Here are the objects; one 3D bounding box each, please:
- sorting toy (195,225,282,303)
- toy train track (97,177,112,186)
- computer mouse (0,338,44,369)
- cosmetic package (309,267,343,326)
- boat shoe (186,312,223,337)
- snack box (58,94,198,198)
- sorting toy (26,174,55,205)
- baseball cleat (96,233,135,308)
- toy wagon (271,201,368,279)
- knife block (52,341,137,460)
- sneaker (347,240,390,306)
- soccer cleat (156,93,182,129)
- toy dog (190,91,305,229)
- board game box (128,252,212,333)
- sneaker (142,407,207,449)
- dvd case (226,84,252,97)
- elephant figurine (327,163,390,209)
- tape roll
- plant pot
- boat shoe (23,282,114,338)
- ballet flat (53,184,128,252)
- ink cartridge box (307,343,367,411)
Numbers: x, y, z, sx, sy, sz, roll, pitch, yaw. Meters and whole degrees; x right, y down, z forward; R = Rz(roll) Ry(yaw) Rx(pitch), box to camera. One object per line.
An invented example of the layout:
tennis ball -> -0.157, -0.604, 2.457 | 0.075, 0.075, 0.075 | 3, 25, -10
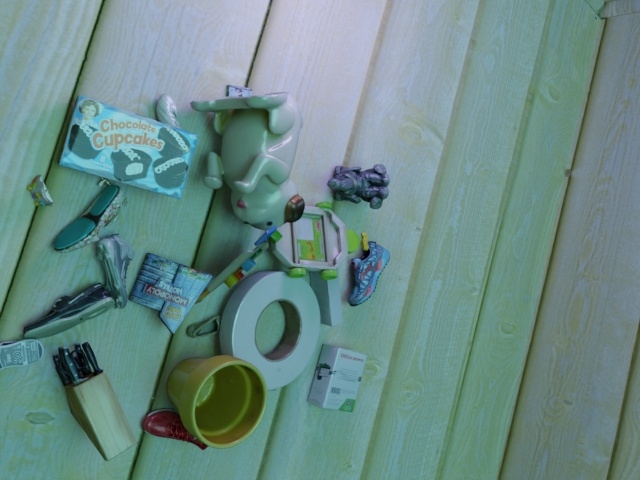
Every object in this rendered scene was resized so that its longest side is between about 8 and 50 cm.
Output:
sorting toy -> -0.238, 0.086, 1.893 | 0.348, 0.196, 0.047 | -42, 87, 14
toy train track -> -0.595, -0.177, 1.697 | 0.048, 0.014, 0.083 | -51, 119, -16
computer mouse -> -0.791, 0.289, 1.565 | 0.193, 0.042, 0.106 | -6, 94, -35
cosmetic package -> 0.019, 0.175, 2.214 | 0.060, 0.099, 0.239 | -16, 105, -41
boat shoe -> -0.336, 0.266, 1.948 | 0.153, 0.048, 0.056 | -12, 103, -39
snack box -> -0.507, -0.243, 1.680 | 0.322, 0.060, 0.187 | 15, 90, -27
sorting toy -> -0.694, -0.118, 1.577 | 0.045, 0.075, 0.083 | -33, 115, -34
baseball cleat -> -0.546, 0.083, 1.732 | 0.109, 0.072, 0.205 | -33, 124, -48
toy wagon -> 0.000, 0.000, 2.114 | 0.344, 0.068, 0.267 | 6, 68, -27
knife block -> -0.588, 0.396, 1.627 | 0.088, 0.276, 0.242 | -27, 141, -35
sneaker -> 0.149, 0.119, 2.339 | 0.125, 0.104, 0.262 | 36, 67, -19
soccer cleat -> -0.419, -0.318, 1.790 | 0.068, 0.076, 0.196 | -12, 103, -39
toy dog -> -0.188, -0.232, 1.900 | 0.395, 0.285, 0.407 | -33, 122, -63
board game box -> -0.436, 0.158, 1.801 | 0.194, 0.060, 0.194 | 22, 78, -18
sneaker -> -0.407, 0.560, 1.868 | 0.221, 0.128, 0.087 | 18, 83, -41
dvd case -> -0.254, -0.419, 1.963 | 0.087, 0.013, 0.119 | 1, 94, -41
elephant figurine -> 0.110, -0.203, 2.223 | 0.239, 0.186, 0.169 | 2, 57, -16
tape roll -> -0.157, 0.291, 2.060 | 0.392, 0.072, 0.392 | -6, 99, -46
plant pot -> -0.325, 0.451, 1.853 | 0.254, 0.239, 0.254 | -5, 98, -41
boat shoe -> -0.665, 0.187, 1.652 | 0.233, 0.084, 0.079 | -27, 74, -29
ballet flat -> -0.596, -0.044, 1.670 | 0.241, 0.091, 0.077 | -51, 147, -20
ink cartridge box -> 0.064, 0.499, 2.292 | 0.160, 0.093, 0.219 | 22, 80, -41
